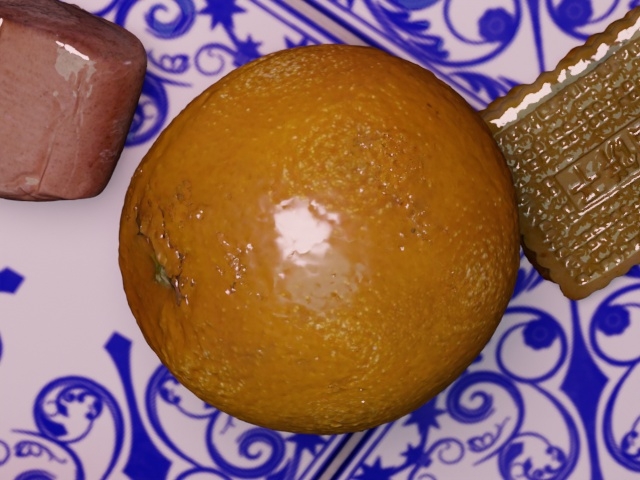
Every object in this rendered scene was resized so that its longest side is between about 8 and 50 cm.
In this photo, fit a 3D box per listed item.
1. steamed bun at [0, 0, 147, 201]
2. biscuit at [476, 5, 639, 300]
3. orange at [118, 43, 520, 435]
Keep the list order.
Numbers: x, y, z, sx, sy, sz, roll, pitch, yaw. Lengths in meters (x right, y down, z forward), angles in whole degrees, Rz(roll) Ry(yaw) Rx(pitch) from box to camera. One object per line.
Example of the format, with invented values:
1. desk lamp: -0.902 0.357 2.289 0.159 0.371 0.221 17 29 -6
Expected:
1. steamed bun: -0.214 -0.104 1.237 0.175 0.106 0.145 20 114 3
2. biscuit: 0.242 -0.080 1.314 0.254 0.029 0.172 -34 110 10
3. orange: 0.000 0.000 1.203 0.274 0.274 0.274 -1 111 -3
